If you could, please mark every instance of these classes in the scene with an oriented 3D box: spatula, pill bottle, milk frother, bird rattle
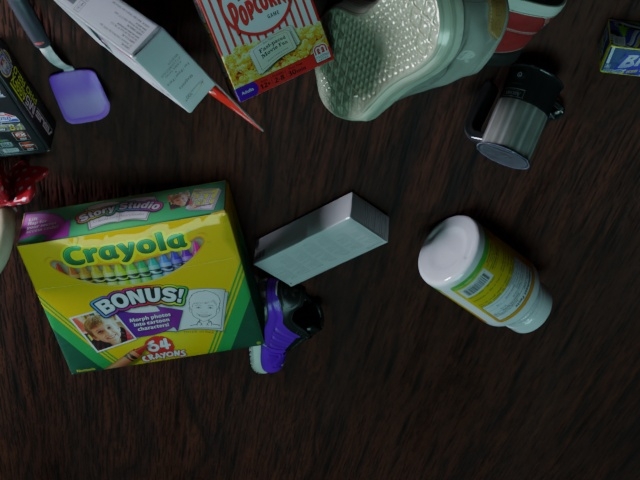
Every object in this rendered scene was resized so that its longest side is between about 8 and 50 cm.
[{"bbox_3d":[-0.400,-0.281,1.924,0.084,0.030,0.296,-7,144,15],"label":"spatula"},{"bbox_3d":[0.297,0.068,2.269,0.136,0.136,0.246,-24,137,36],"label":"pill bottle"},{"bbox_3d":[0.303,-0.170,1.912,0.143,0.134,0.129,30,170,-28],"label":"milk frother"},{"bbox_3d":[-0.553,-0.029,2.183,0.253,0.207,0.143,-13,162,40],"label":"bird rattle"}]

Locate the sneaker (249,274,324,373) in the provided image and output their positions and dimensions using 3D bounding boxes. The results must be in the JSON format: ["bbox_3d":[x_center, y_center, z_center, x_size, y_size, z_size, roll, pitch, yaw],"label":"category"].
[{"bbox_3d":[-0.064,0.172,2.498,0.146,0.102,0.293,1,146,4],"label":"sneaker"}]

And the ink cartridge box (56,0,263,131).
[{"bbox_3d":[-0.228,-0.246,1.776,0.060,0.275,0.239,-48,134,-3],"label":"ink cartridge box"}]

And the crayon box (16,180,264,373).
[{"bbox_3d":[-0.305,0.070,2.265,0.363,0.106,0.313,-9,130,5],"label":"crayon box"}]

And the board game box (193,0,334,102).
[{"bbox_3d":[-0.083,-0.301,1.715,0.147,0.045,0.193,-27,116,-10],"label":"board game box"}]

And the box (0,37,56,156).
[{"bbox_3d":[-0.581,-0.213,2.020,0.270,0.060,0.216,-4,146,13],"label":"box"}]

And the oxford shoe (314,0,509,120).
[{"bbox_3d":[0.107,-0.255,1.698,0.130,0.169,0.449,-12,180,-23],"label":"oxford shoe"}]

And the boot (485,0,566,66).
[{"bbox_3d":[0.187,-0.312,1.764,0.244,0.088,0.176,13,148,-18],"label":"boot"}]

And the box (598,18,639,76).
[{"bbox_3d":[0.482,-0.266,1.822,0.169,0.054,0.059,7,146,-2],"label":"box"}]

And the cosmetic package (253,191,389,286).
[{"bbox_3d":[0.000,0.000,2.270,0.239,0.060,0.099,-25,134,37],"label":"cosmetic package"}]
